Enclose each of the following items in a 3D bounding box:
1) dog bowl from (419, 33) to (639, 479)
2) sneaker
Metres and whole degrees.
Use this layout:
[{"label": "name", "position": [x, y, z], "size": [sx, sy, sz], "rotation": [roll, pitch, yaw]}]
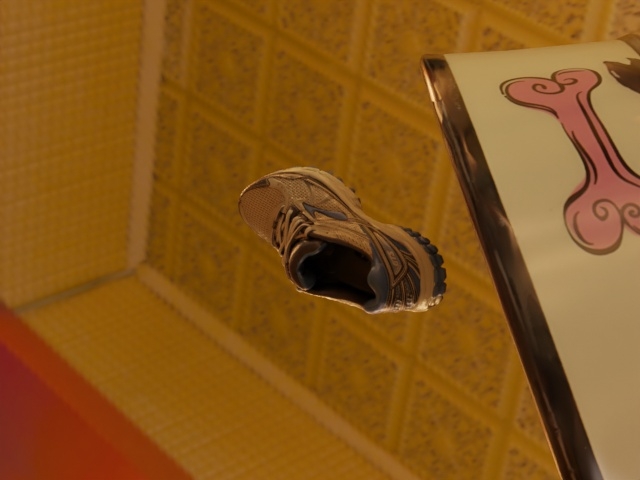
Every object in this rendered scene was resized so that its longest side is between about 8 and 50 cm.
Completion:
[{"label": "dog bowl", "position": [0.184, 0.076, 0.739], "size": [0.150, 0.408, 0.408], "rotation": [-19, -90, 6]}, {"label": "sneaker", "position": [0.000, 0.000, 0.773], "size": [0.135, 0.058, 0.052], "rotation": [26, -60, 36]}]
